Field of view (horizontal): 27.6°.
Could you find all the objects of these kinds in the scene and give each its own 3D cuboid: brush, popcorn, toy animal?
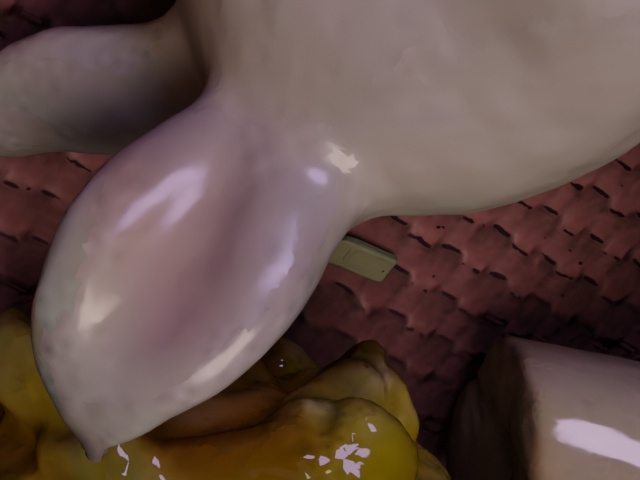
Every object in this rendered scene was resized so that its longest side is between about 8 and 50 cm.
[{"bbox_3d":[0.000,0.000,0.563,0.083,0.013,0.016,21,116,-37],"label":"brush"},{"bbox_3d":[-0.043,0.147,0.515,0.286,0.215,0.252,14,117,-7],"label":"popcorn"},{"bbox_3d":[0.066,-0.074,0.432,0.367,0.196,0.241,-17,126,-12],"label":"toy animal"}]

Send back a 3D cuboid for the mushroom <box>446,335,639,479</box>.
[{"bbox_3d":[0.263,0.150,0.561,0.353,0.325,0.353,-11,132,-13],"label":"mushroom"}]
